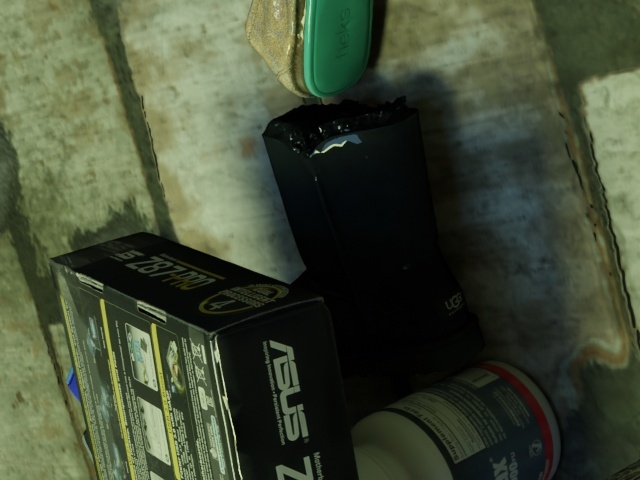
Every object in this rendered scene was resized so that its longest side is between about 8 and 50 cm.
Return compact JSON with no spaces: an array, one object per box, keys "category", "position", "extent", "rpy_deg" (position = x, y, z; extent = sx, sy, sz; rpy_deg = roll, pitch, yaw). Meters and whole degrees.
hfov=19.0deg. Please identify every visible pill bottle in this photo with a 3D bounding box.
[{"category":"pill bottle","position":[0.077,0.164,1.375],"extent":[0.108,0.180,0.108],"rpy_deg":[24,125,41]}]

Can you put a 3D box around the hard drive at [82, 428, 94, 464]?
[{"category":"hard drive","position":[-0.099,0.215,1.580],"extent":[0.254,0.054,0.172],"rpy_deg":[53,138,17]}]

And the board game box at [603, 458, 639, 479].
[{"category":"board game box","position":[0.323,0.213,1.148],"extent":[0.291,0.141,0.232],"rpy_deg":[-28,86,51]}]

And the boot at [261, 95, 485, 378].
[{"category":"boot","position":[0.000,0.000,1.451],"extent":[0.246,0.094,0.207],"rpy_deg":[-8,105,43]}]

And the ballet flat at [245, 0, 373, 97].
[{"category":"ballet flat","position":[-0.006,-0.249,1.342],"extent":[0.106,0.108,0.316],"rpy_deg":[43,134,37]}]

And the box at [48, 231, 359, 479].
[{"category":"box","position":[-0.069,0.210,1.364],"extent":[0.318,0.097,0.394],"rpy_deg":[15,118,61]}]

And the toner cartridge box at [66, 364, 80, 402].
[{"category":"toner cartridge box","position":[-0.075,0.183,1.642],"extent":[0.348,0.075,0.165],"rpy_deg":[48,136,22]}]
